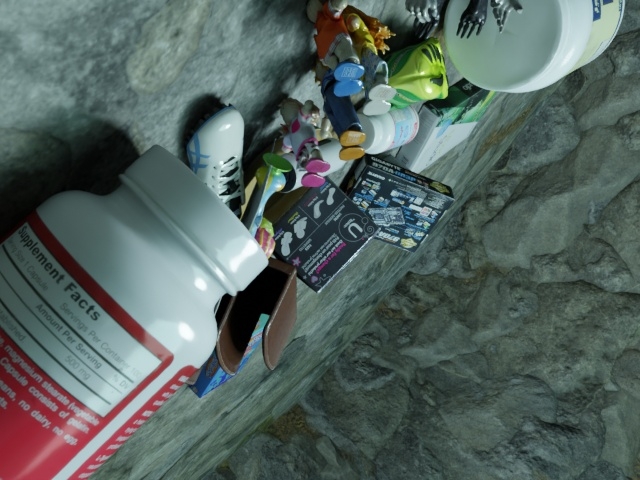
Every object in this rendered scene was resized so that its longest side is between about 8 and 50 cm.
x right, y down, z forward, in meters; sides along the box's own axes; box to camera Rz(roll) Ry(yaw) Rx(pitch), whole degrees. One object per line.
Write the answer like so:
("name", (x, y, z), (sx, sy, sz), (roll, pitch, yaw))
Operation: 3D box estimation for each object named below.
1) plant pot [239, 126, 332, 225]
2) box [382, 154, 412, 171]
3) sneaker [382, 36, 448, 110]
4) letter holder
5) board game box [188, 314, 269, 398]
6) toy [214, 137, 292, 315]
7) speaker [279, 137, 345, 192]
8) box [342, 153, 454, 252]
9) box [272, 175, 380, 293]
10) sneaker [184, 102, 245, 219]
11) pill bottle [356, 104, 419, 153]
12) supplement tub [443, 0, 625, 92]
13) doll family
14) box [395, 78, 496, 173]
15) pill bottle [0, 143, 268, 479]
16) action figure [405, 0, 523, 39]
("plant pot", (-0.073, -0.095, 1.029), (0.236, 0.032, 0.236), (-43, 166, -14))
("box", (0.165, -0.106, 1.490), (0.072, 0.126, 0.137), (-33, 160, -51))
("sneaker", (0.148, -0.281, 1.072), (0.123, 0.110, 0.295), (-9, -170, 18))
("letter holder", (-0.149, 0.163, 1.113), (0.302, 0.151, 0.215), (95, 17, -67))
("board game box", (-0.220, 0.279, 1.566), (0.160, 0.047, 0.210), (-25, 153, -56))
("toy", (-0.089, -0.010, 0.887), (0.137, 0.056, 0.237), (-89, -161, -59))
("speaker", (-0.019, -0.115, 0.954), (0.136, 0.055, 0.055), (-30, 158, -49))
("box", (0.156, -0.077, 1.396), (0.051, 0.220, 0.175), (-92, -154, -48))
("box", (0.000, 0.000, 1.181), (0.163, 0.142, 0.247), (-46, 177, -4))
("sneaker", (-0.127, -0.077, 0.815), (0.085, 0.086, 0.237), (-36, 160, -33))
("pill bottle", (0.108, -0.204, 1.144), (0.160, 0.087, 0.087), (-27, 156, -53))
("supplement tub", (0.379, -0.394, 1.121), (0.324, 0.235, 0.235), (-32, 159, -46))
("doll family", (0.027, -0.199, 0.811), (0.118, 0.163, 0.263), (-4, 148, -20))
("box", (0.318, -0.293, 1.574), (0.322, 0.058, 0.232), (-38, 163, -36))
("pill bottle", (-0.255, 0.102, 0.630), (0.407, 0.229, 0.229), (-44, 165, -11))
("action figure", (0.206, -0.359, 0.875), (0.276, 0.163, 0.141), (67, 33, -83))
